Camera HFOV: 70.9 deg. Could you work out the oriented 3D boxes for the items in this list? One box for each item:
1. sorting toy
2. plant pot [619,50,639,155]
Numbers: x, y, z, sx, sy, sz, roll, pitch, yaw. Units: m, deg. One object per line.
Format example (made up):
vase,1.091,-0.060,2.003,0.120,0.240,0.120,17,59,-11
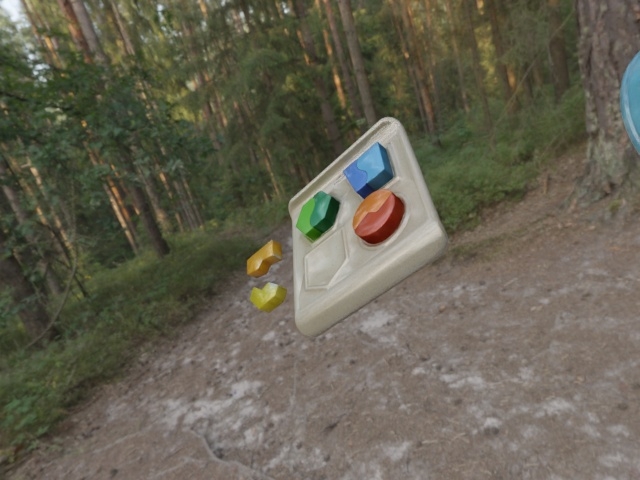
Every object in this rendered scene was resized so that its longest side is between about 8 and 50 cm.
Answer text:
sorting toy,0.000,0.000,0.573,0.307,0.041,0.229,-38,40,28
plant pot,0.536,-0.195,0.474,0.272,0.271,0.255,-24,-13,-12
